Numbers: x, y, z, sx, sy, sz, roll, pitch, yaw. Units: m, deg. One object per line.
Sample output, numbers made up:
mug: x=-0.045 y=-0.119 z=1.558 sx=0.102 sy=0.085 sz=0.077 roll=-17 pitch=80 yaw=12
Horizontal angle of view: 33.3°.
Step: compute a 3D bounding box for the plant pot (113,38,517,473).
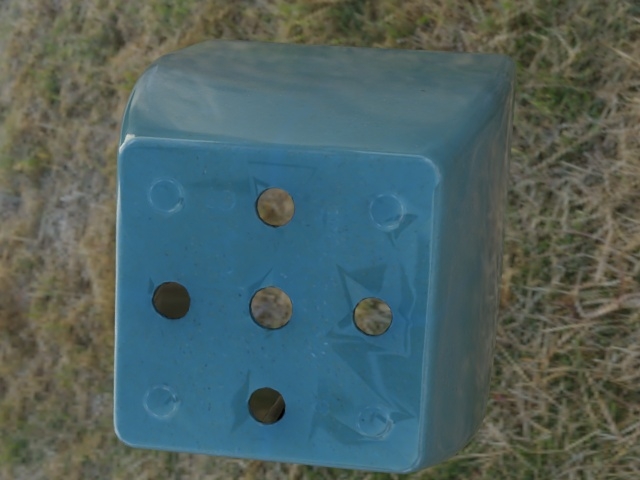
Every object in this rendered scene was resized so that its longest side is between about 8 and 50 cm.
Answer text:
plant pot: x=0.000 y=0.000 z=0.453 sx=0.165 sy=0.234 sz=0.166 roll=4 pitch=100 yaw=7
